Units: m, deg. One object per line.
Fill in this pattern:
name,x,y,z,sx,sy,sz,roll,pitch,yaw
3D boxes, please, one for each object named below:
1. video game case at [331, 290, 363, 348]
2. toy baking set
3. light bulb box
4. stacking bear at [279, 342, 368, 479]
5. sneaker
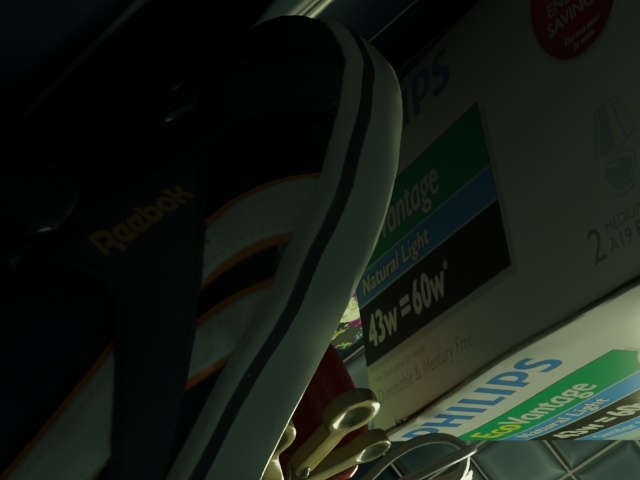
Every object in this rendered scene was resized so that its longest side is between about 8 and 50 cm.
video game case,0.031,0.010,1.216,0.232,0.042,0.210,-40,149,27
toy baking set,-0.016,0.157,0.793,0.196,0.030,0.256,-36,148,16
light bulb box,0.252,-0.023,0.914,0.361,0.225,0.358,3,156,-25
stacking bear,-0.093,0.131,0.955,0.175,0.164,0.289,-17,163,-15
sneaker,-0.074,0.019,0.411,0.126,0.127,0.321,-33,-155,42
